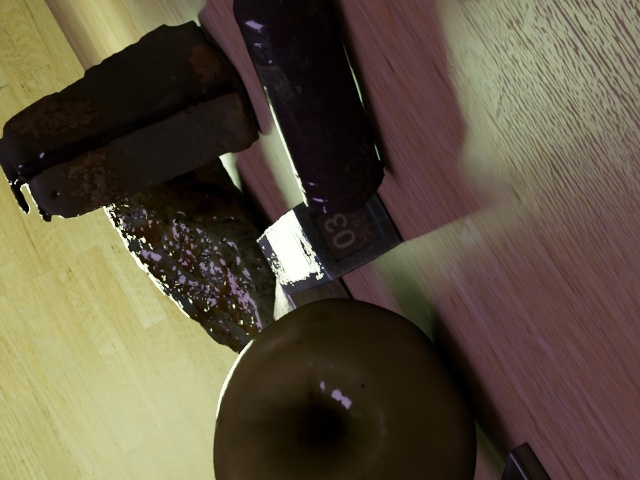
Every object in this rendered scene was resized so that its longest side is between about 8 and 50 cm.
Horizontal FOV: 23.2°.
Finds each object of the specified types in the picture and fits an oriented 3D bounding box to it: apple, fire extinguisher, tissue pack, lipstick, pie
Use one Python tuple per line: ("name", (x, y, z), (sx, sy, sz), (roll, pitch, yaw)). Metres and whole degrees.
("apple", (0.028, 0.187, 1.460), (0.262, 0.262, 0.262), (59, 171, 15))
("fire extinguisher", (-0.011, -0.127, 1.193), (0.089, 0.072, 0.267), (-114, 3, -45))
("tissue pack", (0.004, 0.124, 1.944), (0.170, 0.071, 0.325), (58, 171, 9))
("lipstick", (0.000, 0.000, 1.544), (0.079, 0.076, 0.371), (60, 172, 1))
("pie", (-0.165, 0.025, 2.298), (0.418, 0.180, 0.395), (53, 169, 10))

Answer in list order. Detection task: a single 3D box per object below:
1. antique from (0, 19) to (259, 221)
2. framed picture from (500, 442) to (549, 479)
("antique", (-0.231, -0.127, 1.801), (0.150, 0.284, 0.125), (56, 170, 39))
("framed picture", (0.235, 0.312, 1.365), (0.265, 0.018, 0.192), (58, 171, 17))
